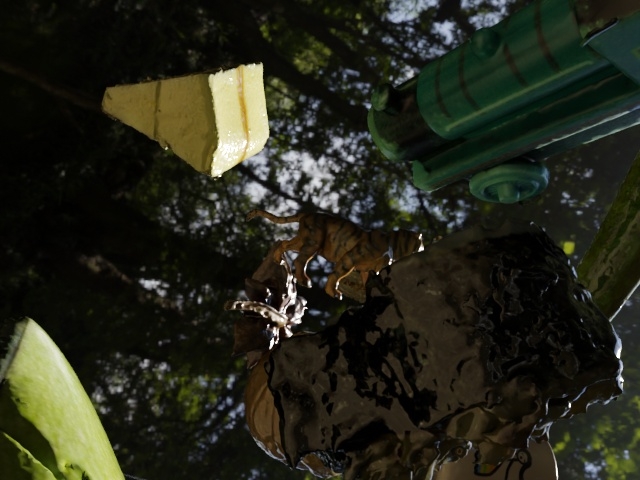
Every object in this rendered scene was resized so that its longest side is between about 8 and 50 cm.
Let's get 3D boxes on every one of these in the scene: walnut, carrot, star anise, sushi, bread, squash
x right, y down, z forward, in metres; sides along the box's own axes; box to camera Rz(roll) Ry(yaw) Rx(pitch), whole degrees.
[{"bbox_3d":[-0.004,0.344,1.368,0.333,0.333,0.333,-173,-90,-67],"label":"walnut"},{"bbox_3d":[0.315,0.035,0.717,0.358,0.074,0.074,-62,-153,9],"label":"carrot"},{"bbox_3d":[-0.111,0.167,1.436,0.349,0.109,0.292,75,24,-44],"label":"star anise"},{"bbox_3d":[0.058,0.081,0.380,0.212,0.147,0.115,-41,-121,43],"label":"sushi"},{"bbox_3d":[-0.250,-0.234,1.236,0.263,0.236,0.198,-47,138,-64],"label":"bread"},{"bbox_3d":[-0.266,0.179,0.486,0.309,0.210,0.233,43,-73,37],"label":"squash"}]

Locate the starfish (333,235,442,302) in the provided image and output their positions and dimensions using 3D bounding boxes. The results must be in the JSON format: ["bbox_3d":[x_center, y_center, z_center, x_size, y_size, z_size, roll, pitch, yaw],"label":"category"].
[{"bbox_3d":[0.176,0.091,1.161,0.312,0.303,0.113,87,-15,-47],"label":"starfish"}]

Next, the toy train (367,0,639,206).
[{"bbox_3d":[0.175,-0.124,0.496,0.298,0.194,0.120,-22,-119,45],"label":"toy train"}]

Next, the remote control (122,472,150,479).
[{"bbox_3d":[-0.153,0.434,0.896,0.062,0.399,0.144,-33,-143,48],"label":"remote control"}]

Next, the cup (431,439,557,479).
[{"bbox_3d":[0.242,0.401,1.041,0.191,0.200,0.253,129,-29,-46],"label":"cup"}]

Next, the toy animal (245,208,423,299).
[{"bbox_3d":[-0.002,0.000,0.856,0.255,0.114,0.116,22,-88,22],"label":"toy animal"}]
